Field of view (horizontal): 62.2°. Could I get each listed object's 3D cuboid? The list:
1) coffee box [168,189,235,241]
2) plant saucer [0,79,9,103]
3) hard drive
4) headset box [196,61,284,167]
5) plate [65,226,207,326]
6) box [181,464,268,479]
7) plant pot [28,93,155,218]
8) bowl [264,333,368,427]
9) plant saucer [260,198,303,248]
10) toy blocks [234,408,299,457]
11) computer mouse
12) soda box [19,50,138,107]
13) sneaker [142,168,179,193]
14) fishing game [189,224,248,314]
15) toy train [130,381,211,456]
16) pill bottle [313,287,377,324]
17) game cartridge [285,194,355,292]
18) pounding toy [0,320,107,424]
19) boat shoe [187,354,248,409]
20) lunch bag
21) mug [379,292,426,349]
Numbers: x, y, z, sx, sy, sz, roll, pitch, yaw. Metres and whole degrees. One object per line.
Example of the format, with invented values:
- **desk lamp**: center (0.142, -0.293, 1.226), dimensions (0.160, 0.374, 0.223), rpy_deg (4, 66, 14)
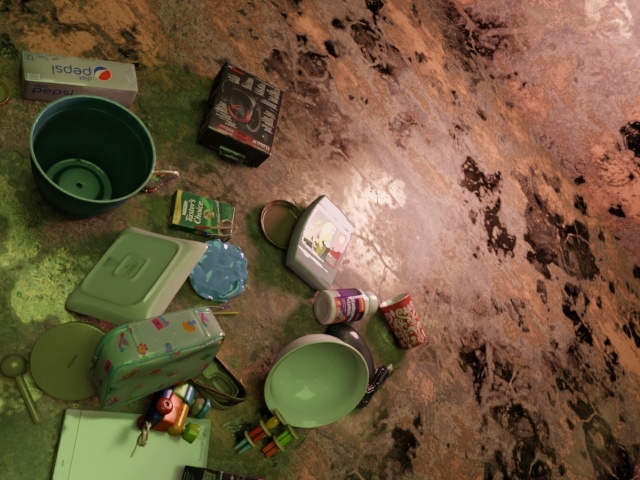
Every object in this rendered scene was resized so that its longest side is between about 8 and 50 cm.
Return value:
- **coffee box**: center (-0.349, -0.071, 1.567), dimensions (0.184, 0.040, 0.113), rpy_deg (17, 64, -28)
- **plant saucer**: center (-0.849, -0.383, 1.366), dimensions (0.083, 0.015, 0.083), rpy_deg (13, 66, -30)
- **hard drive**: center (-0.447, 0.538, 1.272), dimensions (0.353, 0.047, 0.233), rpy_deg (15, 65, -29)
- **headset box**: center (-0.256, -0.387, 1.703), dimensions (0.218, 0.110, 0.293), rpy_deg (21, 62, -26)
- **plate**: center (-0.463, 0.077, 1.317), dimensions (0.277, 0.278, 0.045), rpy_deg (-62, 151, -32)
- **box**: center (-0.216, 0.652, 1.283), dimensions (0.247, 0.142, 0.163), rpy_deg (35, 55, -41)
- **plant pot**: center (-0.580, -0.178, 1.319), dimensions (0.272, 0.255, 0.271), rpy_deg (12, 67, -29)
- **bowl**: center (-0.022, 0.378, 1.524), dimensions (0.298, 0.134, 0.297), rpy_deg (-5, 114, -11)
- **plant saucer**: center (-0.122, -0.050, 1.718), dimensions (0.168, 0.029, 0.168), rpy_deg (13, 65, -29)
- **toy blocks**: center (-0.149, 0.546, 1.451), dimensions (0.148, 0.054, 0.123), rpy_deg (-35, 117, -7)
- **computer mouse**: center (0.121, 0.376, 1.694), dimensions (0.188, 0.072, 0.272), rpy_deg (-37, 95, -36)
- **soda box**: center (-0.661, -0.438, 1.460), dimensions (0.286, 0.098, 0.091), rpy_deg (-4, 74, -35)
- **sneaker**: center (-0.481, -0.168, 1.518), dimensions (0.158, 0.061, 0.064), rpy_deg (-13, 107, -35)
- **fishing game**: center (-0.295, 0.087, 1.542), dimensions (0.189, 0.041, 0.264), rpy_deg (-2, 86, -34)
- **toy train**: center (-0.353, 0.442, 1.266), dimensions (0.143, 0.105, 0.248), rpy_deg (38, 26, -19)
- **pill bottle**: center (0.085, 0.209, 1.709), dimensions (0.194, 0.108, 0.108), rpy_deg (-1, 73, -34)
- **game cartridge**: center (0.000, 0.000, 1.744), dimensions (0.196, 0.060, 0.294), rpy_deg (41, 55, -25)
- **pounding toy**: center (-0.595, 0.286, 1.251), dimensions (0.237, 0.110, 0.183), rpy_deg (-30, 99, -10)
- **boat shoe**: center (-0.326, 0.312, 1.388), dimensions (0.342, 0.123, 0.123), rpy_deg (47, 54, -10)
- **lunch bag**: center (-0.371, 0.262, 1.188), dimensions (0.279, 0.224, 0.108), rpy_deg (-11, 58, -40)
- **mug**: center (0.302, 0.272, 1.832), dimensions (0.150, 0.113, 0.169), rpy_deg (-26, 91, -36)
